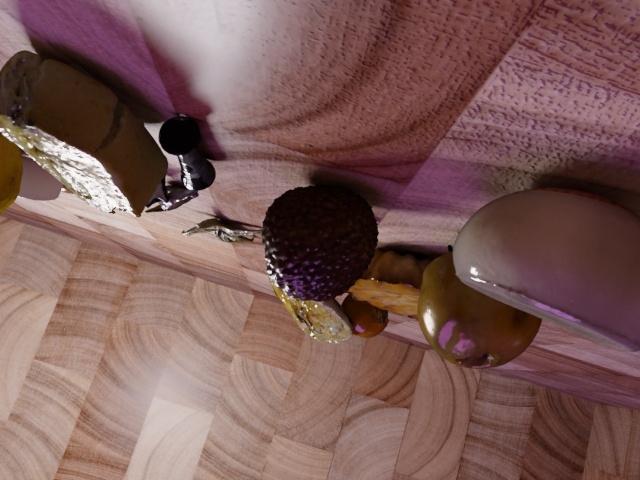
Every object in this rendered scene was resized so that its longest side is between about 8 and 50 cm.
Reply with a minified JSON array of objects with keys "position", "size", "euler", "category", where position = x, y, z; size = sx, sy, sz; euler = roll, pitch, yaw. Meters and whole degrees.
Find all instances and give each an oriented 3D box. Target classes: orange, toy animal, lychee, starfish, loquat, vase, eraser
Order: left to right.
[{"position":[-0.744,-0.168,1.233],"size":[0.270,0.094,0.174],"euler":[15,175,26],"category":"eraser"},{"position":[-0.311,-0.086,1.129],"size":[0.105,0.070,0.202],"euler":[2,168,-19],"category":"toy animal"},{"position":[-0.197,-0.126,0.816],"size":[0.059,0.059,0.167],"euler":[17,167,0],"category":"vase"},{"position":[-0.235,-0.023,1.324],"size":[0.217,0.050,0.223],"euler":[6,176,21],"category":"starfish"},{"position":[-0.004,0.000,0.839],"size":[0.195,0.194,0.194],"euler":[17,167,4],"category":"lychee"},{"position":[0.138,0.221,1.668],"size":[0.155,0.154,0.134],"euler":[25,124,-29],"category":"orange"},{"position":[0.259,0.105,0.892],"size":[0.213,0.213,0.213],"euler":[17,167,4],"category":"loquat"}]

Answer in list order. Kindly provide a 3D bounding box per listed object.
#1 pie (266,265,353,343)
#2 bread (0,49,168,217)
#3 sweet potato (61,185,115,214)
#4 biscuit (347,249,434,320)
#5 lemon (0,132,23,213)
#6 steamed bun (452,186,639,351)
[{"position":[-0.041,0.186,1.621],"size":[0.339,0.077,0.339],"euler":[35,155,19],"category":"pie"},{"position":[-0.319,-0.142,0.739],"size":[0.186,0.124,0.257],"euler":[23,160,14],"category":"bread"},{"position":[-0.613,-0.126,1.383],"size":[0.050,0.050,0.214],"euler":[8,163,37],"category":"sweet potato"},{"position":[0.202,0.102,1.152],"size":[0.326,0.107,0.325],"euler":[14,165,4],"category":"biscuit"},{"position":[-0.681,-0.133,0.960],"size":[0.293,0.293,0.293],"euler":[17,167,4],"category":"lemon"},{"position":[0.272,0.018,0.605],"size":[0.232,0.145,0.232],"euler":[24,180,0],"category":"steamed bun"}]
